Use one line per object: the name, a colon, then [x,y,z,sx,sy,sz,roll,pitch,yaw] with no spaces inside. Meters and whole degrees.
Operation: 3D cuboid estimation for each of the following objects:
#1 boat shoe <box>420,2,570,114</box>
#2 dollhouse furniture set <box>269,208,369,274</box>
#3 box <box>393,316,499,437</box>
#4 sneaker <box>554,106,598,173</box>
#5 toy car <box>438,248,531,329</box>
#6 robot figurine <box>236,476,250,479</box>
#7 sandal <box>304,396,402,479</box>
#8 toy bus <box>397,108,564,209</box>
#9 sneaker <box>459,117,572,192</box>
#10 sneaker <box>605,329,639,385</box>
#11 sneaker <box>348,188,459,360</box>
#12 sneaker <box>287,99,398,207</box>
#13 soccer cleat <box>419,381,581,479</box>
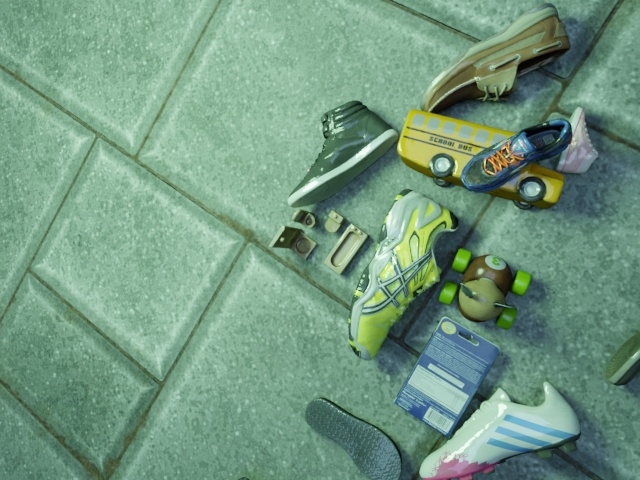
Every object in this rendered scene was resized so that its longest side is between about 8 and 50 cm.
boat shoe: [0.364,-0.352,0.976,0.324,0.123,0.116,-33,80,15]
dollhouse furniture set: [0.000,0.000,1.068,0.151,0.123,0.144,37,98,16]
box: [0.273,0.292,1.014,0.136,0.036,0.225,30,98,16]
sneaker: [0.532,-0.199,0.951,0.070,0.051,0.134,16,95,16]
toy car: [0.326,0.099,0.927,0.155,0.188,0.149,22,94,17]
robot figurine: [-0.152,0.677,1.062,0.278,0.173,0.209,-32,36,13]
sandal: [0.081,0.443,1.065,0.254,0.054,0.097,32,90,26]
toy bus: [0.333,-0.167,0.982,0.333,0.108,0.130,19,90,17]
sneaker: [0.361,-0.166,0.870,0.221,0.087,0.083,-32,76,11]
sneaker: [0.656,0.216,0.873,0.118,0.083,0.222,43,99,14]
sneaker: [0.172,0.086,1.001,0.147,0.145,0.384,21,95,18]
sneaker: [0.021,-0.205,1.088,0.296,0.104,0.147,-37,76,6]
soccer cleat: [0.347,0.390,0.958,0.331,0.116,0.143,-23,69,11]
